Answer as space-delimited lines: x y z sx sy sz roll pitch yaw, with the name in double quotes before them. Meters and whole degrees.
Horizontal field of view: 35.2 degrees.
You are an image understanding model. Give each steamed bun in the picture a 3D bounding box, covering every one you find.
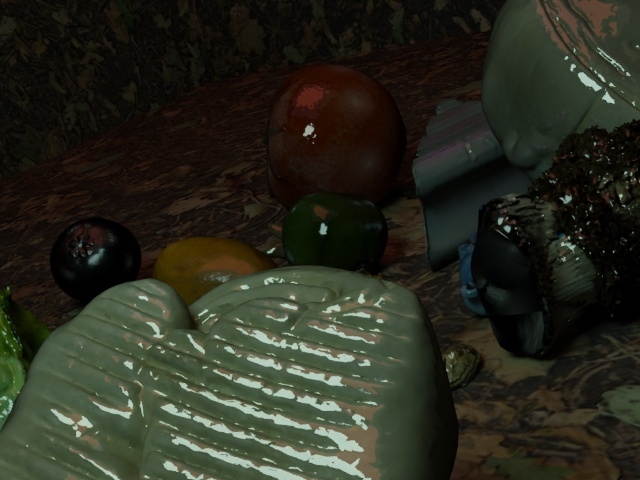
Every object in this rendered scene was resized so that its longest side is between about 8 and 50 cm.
"steamed bun" -0.060 0.200 0.706 0.342 0.255 0.367 12 59 25
"steamed bun" 0.341 -0.199 1.287 0.236 0.247 0.383 -17 61 -23

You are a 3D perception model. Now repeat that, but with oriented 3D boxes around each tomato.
"tomato" 0.024 -0.164 1.709 0.265 0.265 0.265 -16 18 5

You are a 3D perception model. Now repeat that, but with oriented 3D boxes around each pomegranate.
"pomegranate" 0.000 0.000 1.443 0.152 0.131 0.191 0 -7 -43

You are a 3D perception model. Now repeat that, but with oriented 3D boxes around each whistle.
"whistle" 0.250 0.014 1.250 0.180 0.093 0.269 8 24 41

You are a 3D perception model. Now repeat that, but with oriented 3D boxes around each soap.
"soap" 0.184 -0.096 1.500 0.302 0.159 0.258 -25 22 -28

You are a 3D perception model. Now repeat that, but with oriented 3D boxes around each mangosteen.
"mangosteen" -0.372 0.038 1.685 0.152 0.152 0.152 -16 18 5

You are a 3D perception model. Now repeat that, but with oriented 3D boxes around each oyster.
"oyster" 0.131 0.129 1.080 0.081 0.038 0.083 -18 19 5

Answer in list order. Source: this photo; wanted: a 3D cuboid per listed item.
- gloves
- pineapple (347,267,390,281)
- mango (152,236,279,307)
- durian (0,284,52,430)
"gloves" 0.301 -0.019 1.089 0.312 0.210 0.135 -22 -5 -17
"pineapple" 0.035 0.079 1.305 0.114 0.077 0.114 12 -14 -36
"mango" -0.148 0.058 1.448 0.227 0.109 0.147 12 31 39
"durian" -0.426 0.191 1.161 0.340 0.204 0.256 -25 31 -30
